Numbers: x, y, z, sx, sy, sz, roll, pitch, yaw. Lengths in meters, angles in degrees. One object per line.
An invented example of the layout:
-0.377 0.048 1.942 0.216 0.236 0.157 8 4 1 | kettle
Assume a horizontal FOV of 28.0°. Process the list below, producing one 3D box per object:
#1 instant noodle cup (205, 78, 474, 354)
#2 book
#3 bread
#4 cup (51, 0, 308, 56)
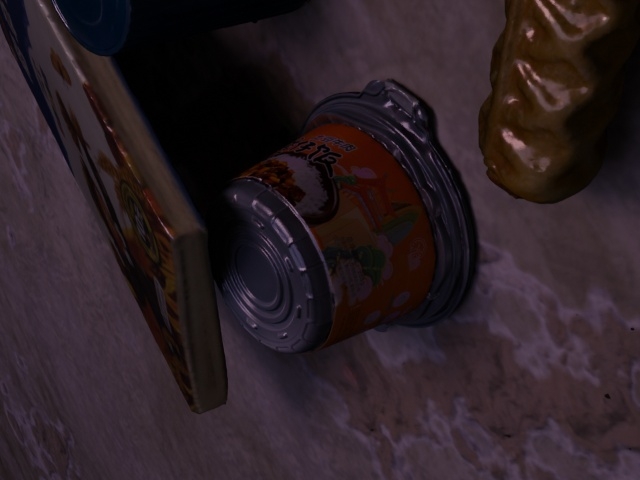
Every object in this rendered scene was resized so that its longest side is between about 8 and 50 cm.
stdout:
0.000 0.000 0.886 0.177 0.125 0.208 25 131 43 | instant noodle cup
-0.184 -0.096 1.019 0.428 0.039 0.300 59 165 26 | book
0.139 -0.170 0.633 0.084 0.077 0.368 36 137 29 | bread
-0.110 -0.202 0.872 0.176 0.155 0.131 22 128 43 | cup
